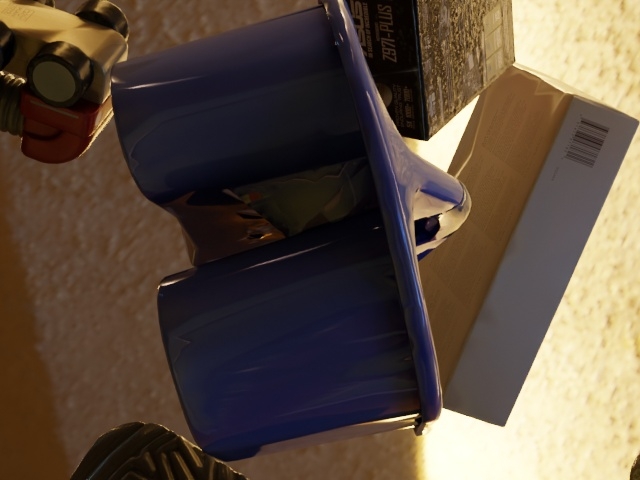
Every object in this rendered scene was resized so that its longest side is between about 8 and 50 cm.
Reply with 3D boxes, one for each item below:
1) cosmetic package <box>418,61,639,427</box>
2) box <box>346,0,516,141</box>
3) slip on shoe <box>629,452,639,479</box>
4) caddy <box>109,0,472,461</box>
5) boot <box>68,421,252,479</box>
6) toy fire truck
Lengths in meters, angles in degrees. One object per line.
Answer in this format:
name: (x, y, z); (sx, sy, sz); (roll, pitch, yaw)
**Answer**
cosmetic package: (0.210, -0.010, 1.805); (0.097, 0.284, 0.377); (19, -78, -17)
box: (0.078, -0.191, 1.177); (0.077, 0.147, 0.180); (15, -50, 32)
slip on shoe: (0.482, 0.245, 1.549); (0.331, 0.101, 0.123); (4, -64, 27)
caddy: (0.000, 0.000, 0.890); (0.179, 0.341, 0.241); (-14, -100, 0)
boot: (0.020, 0.359, 1.225); (0.367, 0.146, 0.445); (37, -16, 44)
toy fire truck: (-0.318, -0.119, 1.505); (0.217, 0.158, 0.246); (20, -50, 5)
